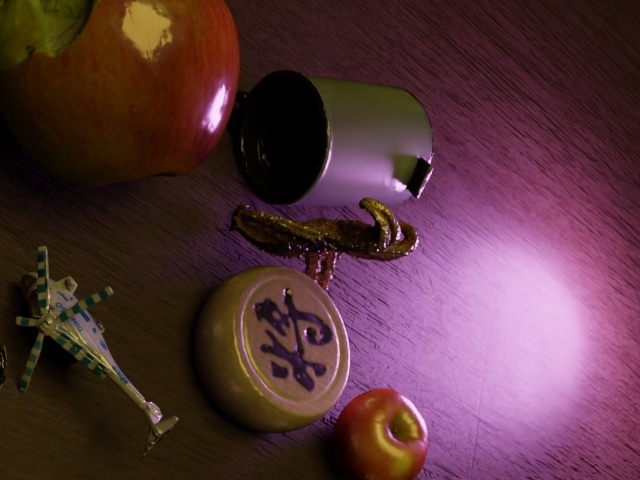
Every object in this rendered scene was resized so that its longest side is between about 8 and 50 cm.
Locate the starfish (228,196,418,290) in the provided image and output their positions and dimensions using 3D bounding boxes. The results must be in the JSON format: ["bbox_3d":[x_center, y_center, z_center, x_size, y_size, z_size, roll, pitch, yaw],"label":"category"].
[{"bbox_3d":[-0.001,-0.002,1.574,0.312,0.303,0.113,67,25,-70],"label":"starfish"}]

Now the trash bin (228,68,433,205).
[{"bbox_3d":[0.025,-0.165,1.688,0.262,0.217,0.277,-2,32,-46],"label":"trash bin"}]

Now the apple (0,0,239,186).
[{"bbox_3d":[-0.276,-0.227,1.348,0.339,0.339,0.339,20,58,-37],"label":"apple"}]

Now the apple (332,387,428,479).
[{"bbox_3d":[0.093,0.321,1.599,0.163,0.139,0.163,15,58,-25],"label":"apple"}]

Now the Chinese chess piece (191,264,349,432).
[{"bbox_3d":[-0.072,0.165,1.531,0.257,0.104,0.257,21,58,-37],"label":"Chinese chess piece"}]

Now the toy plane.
[{"bbox_3d":[-0.285,0.139,1.297,0.273,0.182,0.107,27,9,5],"label":"toy plane"}]

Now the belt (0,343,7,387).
[{"bbox_3d":[-0.444,0.161,1.205,0.140,0.058,0.105,-41,107,-50],"label":"belt"}]
